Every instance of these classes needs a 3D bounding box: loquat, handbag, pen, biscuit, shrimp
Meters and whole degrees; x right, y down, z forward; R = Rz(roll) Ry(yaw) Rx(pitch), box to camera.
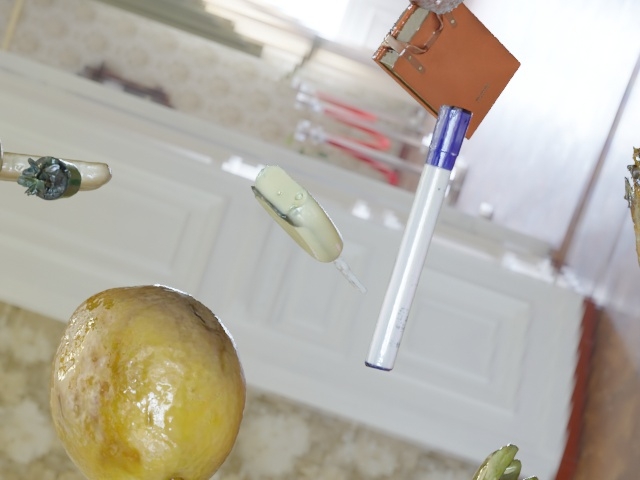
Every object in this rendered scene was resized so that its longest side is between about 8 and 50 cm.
[{"bbox_3d":[-0.185,0.160,1.634,0.238,0.193,0.238,-13,75,63],"label":"loquat"},{"bbox_3d":[0.163,-0.231,1.984,0.127,0.190,0.063,-54,42,-2],"label":"handbag"},{"bbox_3d":[0.095,-0.001,1.511,0.033,0.033,0.269,-125,51,-84],"label":"pen"},{"bbox_3d":[-0.398,-0.098,2.156,0.325,0.217,0.044,-165,83,-81],"label":"biscuit"},{"bbox_3d":[0.398,-0.025,1.681,0.034,0.124,0.178,-65,-37,-74],"label":"shrimp"}]

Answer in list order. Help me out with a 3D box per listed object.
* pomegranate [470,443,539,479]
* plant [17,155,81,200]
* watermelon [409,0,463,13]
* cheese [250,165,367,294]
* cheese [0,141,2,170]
[{"bbox_3d":[0.041,0.302,1.281,0.358,0.216,0.310,-49,0,1],"label":"pomegranate"},{"bbox_3d":[-0.302,-0.068,1.689,0.051,0.051,0.102,-70,-17,6],"label":"plant"},{"bbox_3d":[0.129,-0.329,1.781,0.094,0.081,0.180,-54,-34,-12],"label":"watermelon"},{"bbox_3d":[0.000,0.000,2.119,0.054,0.251,0.127,-44,45,-3],"label":"cheese"},{"bbox_3d":[-0.442,-0.156,1.953,0.037,0.097,0.192,-37,40,28],"label":"cheese"}]
